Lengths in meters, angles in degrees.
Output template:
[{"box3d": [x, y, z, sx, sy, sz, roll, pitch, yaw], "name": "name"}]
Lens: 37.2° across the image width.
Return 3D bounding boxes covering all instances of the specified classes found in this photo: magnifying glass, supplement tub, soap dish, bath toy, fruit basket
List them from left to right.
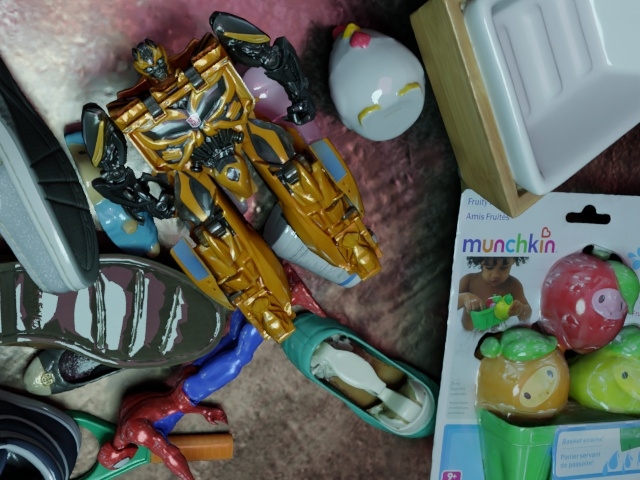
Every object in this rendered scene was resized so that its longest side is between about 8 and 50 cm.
[{"box3d": [-0.210, 0.228, 1.032, 0.230, 0.026, 0.092, 2, 103, -16], "name": "magnifying glass"}, {"box3d": [-0.066, -0.120, 0.935, 0.348, 0.129, 0.151, -25, 155, -8], "name": "bath toy"}, {"box3d": [0.000, 0.000, 1.011, 0.107, 0.071, 0.071, 26, 95, -21], "name": "supplement tub"}, {"box3d": [0.230, -0.191, 0.965, 0.291, 0.118, 0.229, -35, 114, -31], "name": "soap dish"}, {"box3d": [0.288, 0.123, 1.076, 0.327, 0.165, 0.353, 2, 104, -23], "name": "fruit basket"}]

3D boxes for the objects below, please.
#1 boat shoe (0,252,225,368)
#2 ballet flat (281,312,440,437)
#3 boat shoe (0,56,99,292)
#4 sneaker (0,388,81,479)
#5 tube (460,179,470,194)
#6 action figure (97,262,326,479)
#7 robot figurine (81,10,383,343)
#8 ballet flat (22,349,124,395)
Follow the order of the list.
[{"box3d": [-0.250, 0.056, 0.931, 0.307, 0.104, 0.111, 9, 93, -18], "name": "boat shoe"}, {"box3d": [0.063, 0.167, 1.067, 0.247, 0.087, 0.083, 34, 92, -23], "name": "ballet flat"}, {"box3d": [-0.305, -0.084, 0.842, 0.103, 0.118, 0.320, -32, 92, 6], "name": "boat shoe"}, {"box3d": [-0.367, 0.186, 0.889, 0.282, 0.153, 0.099, 17, 98, -14], "name": "sneaker"}, {"box3d": [0.177, -0.161, 1.036, 0.062, 0.070, 0.240, -1, 105, 23], "name": "tube"}, {"box3d": [-0.100, 0.167, 0.999, 0.280, 0.091, 0.139, -37, 113, 0], "name": "action figure"}, {"box3d": [-0.070, -0.054, 0.843, 0.211, 0.085, 0.291, -37, 121, -1], "name": "robot figurine"}, {"box3d": [-0.222, 0.117, 0.982, 0.173, 0.049, 0.057, -20, 109, -12], "name": "ballet flat"}]
